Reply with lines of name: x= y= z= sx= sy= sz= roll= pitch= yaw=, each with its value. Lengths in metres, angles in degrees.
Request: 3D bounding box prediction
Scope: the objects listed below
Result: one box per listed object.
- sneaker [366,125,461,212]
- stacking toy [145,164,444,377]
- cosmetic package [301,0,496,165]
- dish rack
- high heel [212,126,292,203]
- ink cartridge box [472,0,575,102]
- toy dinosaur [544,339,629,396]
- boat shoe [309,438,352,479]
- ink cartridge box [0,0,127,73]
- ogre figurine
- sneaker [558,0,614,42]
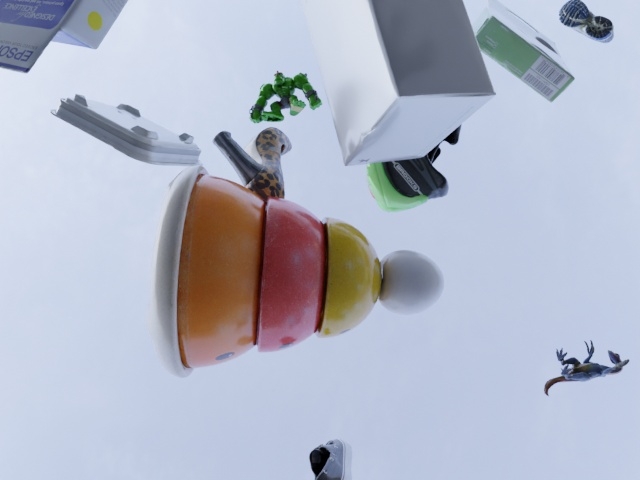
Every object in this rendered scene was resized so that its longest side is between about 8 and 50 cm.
sneaker: x=0.217 y=-0.285 z=1.049 sx=0.203 sy=0.185 sz=0.481 roll=-3 pitch=-109 yaw=17
stacking toy: x=-0.018 y=0.061 z=0.784 sx=0.481 sy=0.350 sz=0.349 roll=4 pitch=-108 yaw=-4
cosmetic package: x=0.085 y=-0.317 z=0.669 sx=0.155 sy=0.197 sz=0.364 roll=-10 pitch=-101 yaw=-21
dish rack: x=-0.496 y=-0.297 z=1.216 sx=0.333 sy=0.286 sz=0.072 roll=27 pitch=-74 yaw=13
high heel: x=-0.094 y=-0.149 z=0.975 sx=0.093 sy=0.261 sz=0.186 roll=-44 pitch=-100 yaw=28
ink cartridge box: x=0.348 y=-0.348 z=0.809 sx=0.171 sy=0.056 sz=0.235 roll=32 pitch=-143 yaw=-7
toy dinosaur: x=0.329 y=0.156 z=0.563 sx=0.082 sy=0.090 sz=0.047 roll=18 pitch=-146 yaw=-16
boat shoe: x=0.012 y=0.446 z=0.912 sx=0.076 sy=0.228 sz=0.080 roll=35 pitch=-88 yaw=1
ink cartridge box: x=-0.398 y=-0.355 z=0.639 sx=0.304 sy=0.072 sz=0.306 roll=18 pitch=-104 yaw=22
ogre figurine: x=-0.100 y=-0.390 z=1.243 sx=0.197 sy=0.097 sz=0.118 roll=-20 pitch=-115 yaw=32
sneaker: x=0.553 y=-0.449 z=0.952 sx=0.058 sy=0.052 sz=0.135 roll=8 pitch=-136 yaw=-43
